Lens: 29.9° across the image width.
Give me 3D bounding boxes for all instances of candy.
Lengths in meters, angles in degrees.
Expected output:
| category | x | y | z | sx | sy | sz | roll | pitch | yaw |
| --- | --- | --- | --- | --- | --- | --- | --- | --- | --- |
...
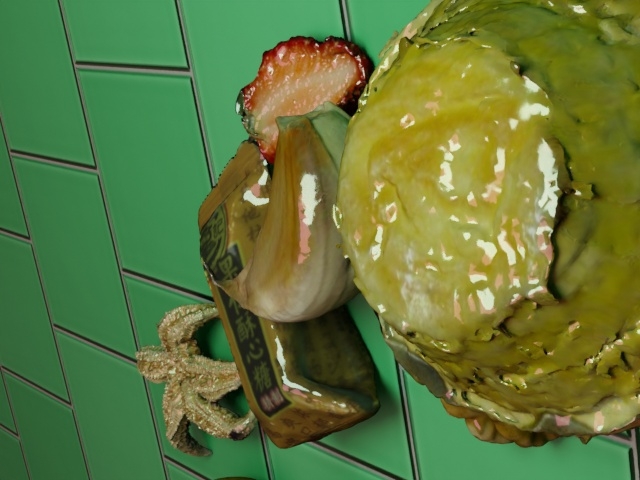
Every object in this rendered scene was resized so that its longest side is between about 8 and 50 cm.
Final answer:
| category | x | y | z | sx | sy | sz | roll | pitch | yaw |
| --- | --- | --- | --- | --- | --- | --- | --- | --- | --- |
| candy | -0.043 | 0.053 | 1.087 | 0.143 | 0.101 | 0.271 | -38 | 70 | 47 |

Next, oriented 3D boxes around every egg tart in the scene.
| category | x | y | z | sx | sy | sz | roll | pitch | yaw |
| --- | --- | --- | --- | --- | --- | --- | --- | --- | --- |
| egg tart | 0.112 | -0.029 | 0.736 | 0.341 | 0.132 | 0.341 | 6 | 98 | 49 |

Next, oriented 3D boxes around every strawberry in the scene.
| category | x | y | z | sx | sy | sz | roll | pitch | yaw |
| --- | --- | --- | --- | --- | --- | --- | --- | --- | --- |
| strawberry | -0.010 | -0.116 | 0.992 | 0.152 | 0.048 | 0.104 | -23 | 82 | 40 |

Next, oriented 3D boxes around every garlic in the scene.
| category | x | y | z | sx | sy | sz | roll | pitch | yaw |
| --- | --- | --- | --- | --- | --- | --- | --- | --- | --- |
| garlic | -0.003 | 0.004 | 0.950 | 0.115 | 0.128 | 0.207 | -97 | 29 | -50 |

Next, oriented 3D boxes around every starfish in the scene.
| category | x | y | z | sx | sy | sz | roll | pitch | yaw |
| --- | --- | --- | --- | --- | --- | --- | --- | --- | --- |
| starfish | -0.142 | 0.159 | 1.314 | 0.238 | 0.071 | 0.216 | 23 | 120 | 55 |

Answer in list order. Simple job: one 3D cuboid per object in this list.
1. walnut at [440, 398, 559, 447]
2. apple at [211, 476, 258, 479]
| category | x | y | z | sx | sy | sz | roll | pitch | yaw |
| --- | --- | --- | --- | --- | --- | --- | --- | --- | --- |
| walnut | 0.124 | 0.080 | 0.893 | 0.143 | 0.069 | 0.170 | 1 | 112 | 53 |
| apple | -0.093 | 0.342 | 1.270 | 0.182 | 0.155 | 0.182 | 21 | 127 | 30 |
